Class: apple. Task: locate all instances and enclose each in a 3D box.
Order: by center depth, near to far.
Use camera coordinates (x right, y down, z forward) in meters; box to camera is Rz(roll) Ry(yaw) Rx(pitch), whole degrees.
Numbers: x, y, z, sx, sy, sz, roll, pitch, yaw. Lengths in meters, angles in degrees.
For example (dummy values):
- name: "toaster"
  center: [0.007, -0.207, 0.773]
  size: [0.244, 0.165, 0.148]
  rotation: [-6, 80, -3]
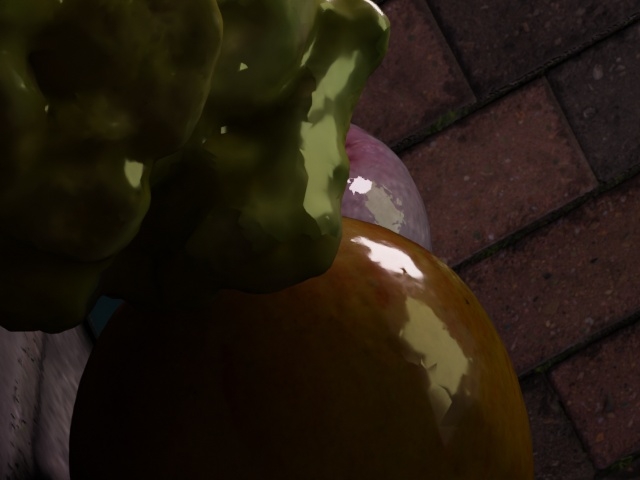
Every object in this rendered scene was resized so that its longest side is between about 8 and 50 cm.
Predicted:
- name: "apple"
  center: [-0.004, 0.086, 0.703]
  size: [0.182, 0.182, 0.155]
  rotation: [58, 16, -57]

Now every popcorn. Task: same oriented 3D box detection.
- name: "popcorn"
  center: [-0.091, -0.081, 0.616]
  size: [0.255, 0.195, 0.256]
  rotation: [57, 19, 23]

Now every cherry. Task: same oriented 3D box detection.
- name: "cherry"
  center: [0.000, 0.000, 1.583]
  size: [0.266, 0.183, 0.213]
  rotation: [56, 9, -38]

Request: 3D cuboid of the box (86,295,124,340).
- name: "box"
  center: [-0.058, 0.054, 0.990]
  size: [0.232, 0.083, 0.142]
  rotation: [64, 3, 17]
